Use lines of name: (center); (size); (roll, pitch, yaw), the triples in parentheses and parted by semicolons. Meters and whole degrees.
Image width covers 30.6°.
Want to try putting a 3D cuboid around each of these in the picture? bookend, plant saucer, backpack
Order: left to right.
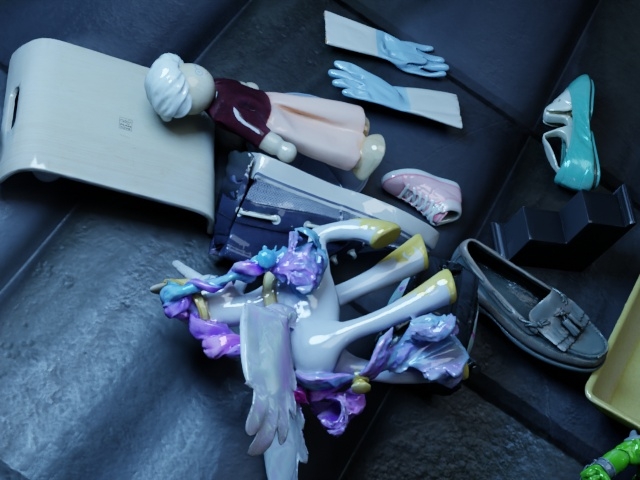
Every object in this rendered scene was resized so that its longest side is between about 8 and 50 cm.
backpack: (0.148, 0.112, 1.624); (0.152, 0.115, 0.182); (27, 56, -11)
bookend: (0.367, -0.025, 1.780); (0.157, 0.156, 0.072); (6, 59, -20)
plant saucer: (0.583, 0.216, 1.748); (0.333, 0.081, 0.333); (30, 51, 10)

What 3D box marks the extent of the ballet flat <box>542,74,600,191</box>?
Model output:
ballet flat: (0.415, -0.188, 1.953); (0.087, 0.083, 0.247); (7, 55, -3)

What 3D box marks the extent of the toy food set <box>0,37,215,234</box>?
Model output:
toy food set: (-0.285, -0.137, 1.616); (0.306, 0.092, 0.220); (15, 54, -25)

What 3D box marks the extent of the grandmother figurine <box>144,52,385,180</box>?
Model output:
grandmother figurine: (-0.086, -0.181, 1.637); (0.342, 0.104, 0.208); (15, 15, -28)

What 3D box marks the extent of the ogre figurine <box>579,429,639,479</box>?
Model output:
ogre figurine: (0.462, 0.354, 1.628); (0.197, 0.097, 0.118); (34, 64, 12)

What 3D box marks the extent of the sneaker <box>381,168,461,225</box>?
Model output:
sneaker: (0.158, -0.064, 1.776); (0.134, 0.051, 0.070); (11, 51, -22)

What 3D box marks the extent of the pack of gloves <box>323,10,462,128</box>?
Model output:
pack of gloves: (0.108, -0.266, 1.898); (0.232, 0.046, 0.195); (14, 44, -19)

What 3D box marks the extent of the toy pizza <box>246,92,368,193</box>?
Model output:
toy pizza: (-0.019, -0.134, 1.754); (0.201, 0.032, 0.201); (12, 56, -19)

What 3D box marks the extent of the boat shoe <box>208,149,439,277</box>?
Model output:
boat shoe: (0.000, 0.000, 1.639); (0.340, 0.127, 0.158); (21, 87, -23)

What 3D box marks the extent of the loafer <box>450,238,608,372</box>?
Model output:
loafer: (0.299, 0.093, 1.687); (0.267, 0.084, 0.096); (32, 54, 16)

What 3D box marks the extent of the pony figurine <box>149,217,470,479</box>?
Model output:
pony figurine: (-0.010, 0.130, 1.430); (0.363, 0.303, 0.351); (-12, 52, -7)
